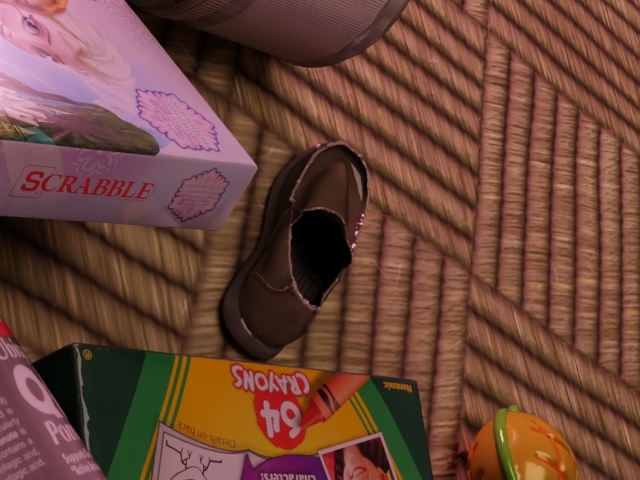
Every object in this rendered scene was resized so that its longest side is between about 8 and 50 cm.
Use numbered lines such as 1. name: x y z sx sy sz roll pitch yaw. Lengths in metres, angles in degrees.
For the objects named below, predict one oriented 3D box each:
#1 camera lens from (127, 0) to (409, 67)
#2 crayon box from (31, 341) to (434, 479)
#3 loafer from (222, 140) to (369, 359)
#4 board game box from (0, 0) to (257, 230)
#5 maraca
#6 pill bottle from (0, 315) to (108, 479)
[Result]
1. camera lens: -0.058 -0.280 1.402 0.274 0.219 0.219 14 59 -44
2. crayon box: -0.051 0.252 1.203 0.363 0.106 0.313 10 62 -45
3. loafer: 0.000 0.000 1.418 0.094 0.087 0.251 45 42 -22
4. board game box: -0.246 -0.140 1.124 0.318 0.066 0.319 3 40 -49
5. maraca: 0.189 0.213 1.514 0.185 0.099 0.127 -19 92 -77
6. pill bottle: -0.247 0.122 0.977 0.318 0.176 0.176 55 37 9
